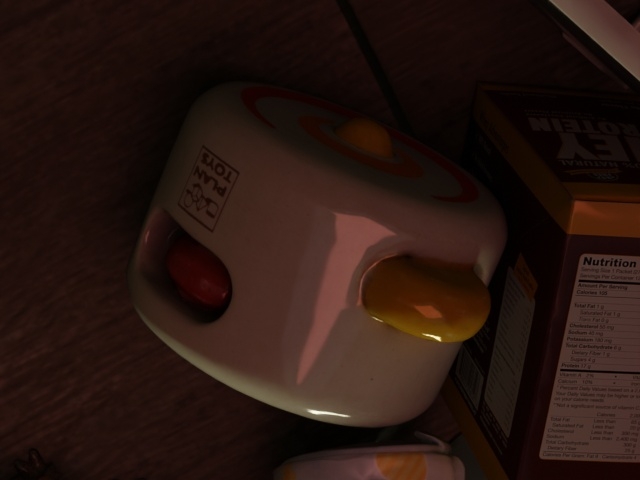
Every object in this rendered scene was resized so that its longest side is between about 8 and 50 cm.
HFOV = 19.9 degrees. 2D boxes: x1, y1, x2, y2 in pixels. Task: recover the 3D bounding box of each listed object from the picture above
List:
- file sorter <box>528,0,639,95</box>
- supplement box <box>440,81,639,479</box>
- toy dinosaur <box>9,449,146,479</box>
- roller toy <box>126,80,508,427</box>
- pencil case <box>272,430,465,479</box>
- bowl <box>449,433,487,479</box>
[{"bbox_3d":[0.151,-0.207,0.968,0.277,0.193,0.173,37,98,-24],"label":"file sorter"},{"bbox_3d":[0.160,0.032,1.070,0.129,0.191,0.194,3,112,-14],"label":"supplement box"},{"bbox_3d":[-0.155,0.231,1.076,0.295,0.200,0.127,21,107,-21],"label":"toy dinosaur"},{"bbox_3d":[0.000,0.000,1.016,0.191,0.209,0.146,23,106,0],"label":"roller toy"},{"bbox_3d":[0.040,0.256,1.113,0.124,0.113,0.273,-14,76,28],"label":"pencil case"},{"bbox_3d":[0.204,0.259,1.197,0.311,0.163,0.311,-5,113,-12],"label":"bowl"}]
